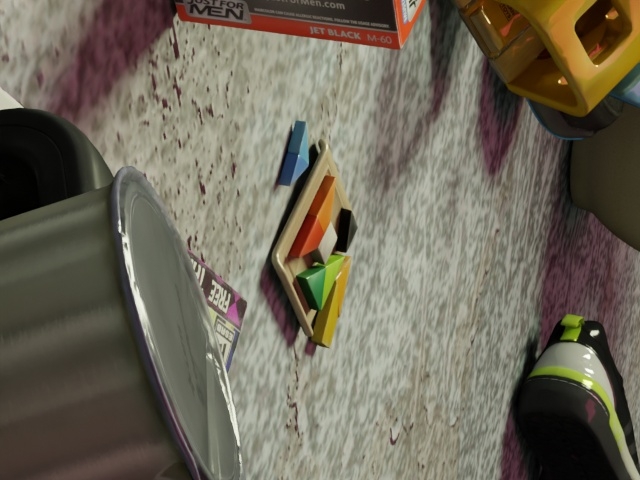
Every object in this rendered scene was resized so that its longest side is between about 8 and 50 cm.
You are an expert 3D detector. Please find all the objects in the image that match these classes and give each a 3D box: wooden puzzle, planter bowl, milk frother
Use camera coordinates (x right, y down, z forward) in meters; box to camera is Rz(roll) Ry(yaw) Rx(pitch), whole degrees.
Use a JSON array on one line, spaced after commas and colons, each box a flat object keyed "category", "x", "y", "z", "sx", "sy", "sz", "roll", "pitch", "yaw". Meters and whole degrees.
[{"category": "wooden puzzle", "x": 0.000, "y": 0.000, "z": 0.890, "sx": 0.116, "sy": 0.014, "sz": 0.078, "roll": 59, "pitch": 44, "yaw": -61}, {"category": "planter bowl", "x": 0.244, "y": -0.062, "z": 1.390, "sx": 0.162, "sy": 0.109, "sz": 0.162, "roll": 9, "pitch": 90, "yaw": -70}, {"category": "milk frother", "x": -0.105, "y": 0.013, "z": 0.425, "sx": 0.143, "sy": 0.135, "sz": 0.129, "roll": 59, "pitch": 14, "yaw": -65}]

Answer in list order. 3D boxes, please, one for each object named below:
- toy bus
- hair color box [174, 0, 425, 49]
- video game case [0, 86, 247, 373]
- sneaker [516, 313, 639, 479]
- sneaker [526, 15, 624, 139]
[{"category": "toy bus", "x": 0.165, "y": -0.160, "z": 1.014, "sx": 0.191, "sy": 0.104, "sz": 0.202, "roll": -2, "pitch": 109, "yaw": -32}, {"category": "hair color box", "x": 0.013, "y": -0.151, "z": 0.737, "sx": 0.053, "sy": 0.093, "sz": 0.167, "roll": 78, "pitch": 29, "yaw": -45}, {"category": "video game case", "x": -0.102, "y": 0.082, "z": 0.606, "sx": 0.232, "sy": 0.042, "sz": 0.210, "roll": 49, "pitch": 55, "yaw": -66}, {"category": "sneaker", "x": 0.204, "y": 0.135, "z": 1.412, "sx": 0.234, "sy": 0.084, "sz": 0.097, "roll": 70, "pitch": 34, "yaw": -54}, {"category": "sneaker", "x": 0.193, "y": -0.222, "z": 1.131, "sx": 0.125, "sy": 0.140, "sz": 0.340, "roll": -28, "pitch": 127, "yaw": -68}]
